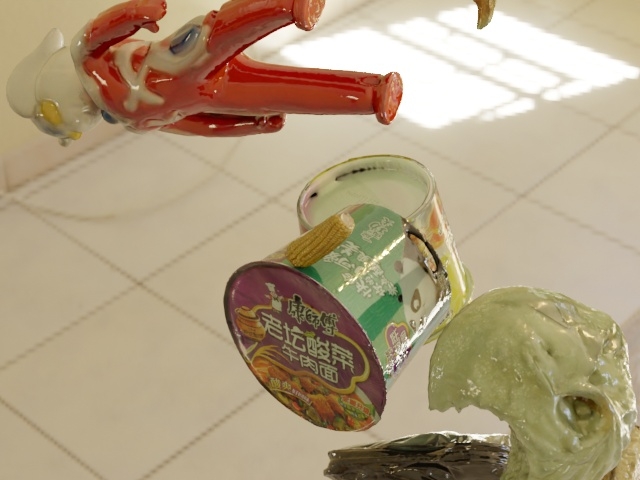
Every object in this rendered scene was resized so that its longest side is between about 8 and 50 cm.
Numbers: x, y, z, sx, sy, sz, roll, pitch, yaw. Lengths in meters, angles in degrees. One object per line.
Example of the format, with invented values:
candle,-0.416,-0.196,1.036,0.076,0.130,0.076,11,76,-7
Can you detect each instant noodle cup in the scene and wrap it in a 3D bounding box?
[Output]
instant noodle cup,0.086,0.011,1.909,0.264,0.200,0.264,-9,36,6
instant noodle cup,0.034,0.083,1.617,0.251,0.251,0.190,26,47,28

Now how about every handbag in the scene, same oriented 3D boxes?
handbag,0.164,0.284,1.635,0.191,0.332,0.075,17,69,-35

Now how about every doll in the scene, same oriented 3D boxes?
doll,-0.125,-0.141,1.113,0.384,0.188,0.099,-1,59,38

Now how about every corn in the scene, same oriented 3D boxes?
corn,0.000,0.000,1.484,0.037,0.092,0.037,34,35,-28

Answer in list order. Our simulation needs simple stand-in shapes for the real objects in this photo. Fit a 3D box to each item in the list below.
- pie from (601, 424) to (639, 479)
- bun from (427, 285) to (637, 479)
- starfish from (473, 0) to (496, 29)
pie,0.424,0.361,1.901,0.084,0.205,0.179,9,-6,-1
bun,0.208,0.148,1.232,0.212,0.204,0.126,21,-8,-15
starfish,0.045,-0.337,0.998,0.347,0.358,0.078,11,34,3
